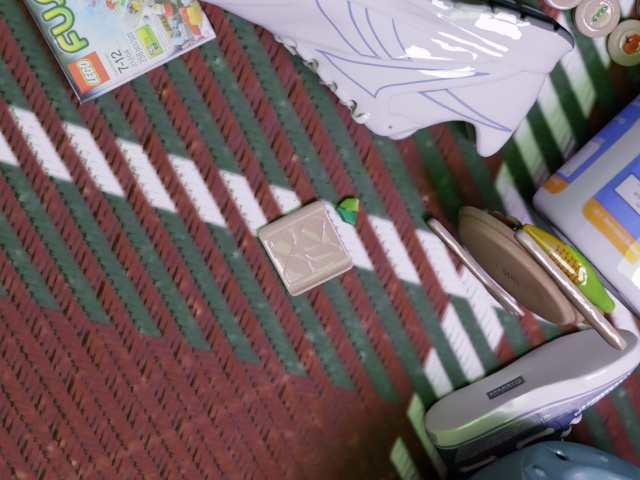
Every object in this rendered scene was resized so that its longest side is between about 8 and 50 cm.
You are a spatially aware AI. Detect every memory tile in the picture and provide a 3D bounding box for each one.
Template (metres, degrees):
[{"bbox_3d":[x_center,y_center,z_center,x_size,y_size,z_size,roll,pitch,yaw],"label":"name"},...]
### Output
[{"bbox_3d":[0.249,-0.218,0.967,0.113,0.012,0.148,37,98,-16],"label":"memory tile"}]

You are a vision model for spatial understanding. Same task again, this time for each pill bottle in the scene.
[{"bbox_3d":[0.307,-0.069,0.946,0.272,0.152,0.152,-43,107,6],"label":"pill bottle"}]

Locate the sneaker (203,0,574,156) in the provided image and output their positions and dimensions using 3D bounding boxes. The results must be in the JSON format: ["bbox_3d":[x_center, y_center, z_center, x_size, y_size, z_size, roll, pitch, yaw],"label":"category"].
[{"bbox_3d":[0.037,-0.141,0.909,0.297,0.111,0.129,15,110,-15],"label":"sneaker"}]

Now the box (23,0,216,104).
[{"bbox_3d":[-0.171,-0.215,0.895,0.114,0.036,0.207,-28,108,1],"label":"box"}]

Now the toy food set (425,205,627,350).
[{"bbox_3d":[0.157,0.016,0.936,0.038,0.192,0.132,-46,105,-8],"label":"toy food set"}]

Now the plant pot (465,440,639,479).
[{"bbox_3d":[0.182,0.298,0.944,0.293,0.293,0.235,20,112,-13],"label":"plant pot"}]

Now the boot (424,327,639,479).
[{"bbox_3d":[0.187,0.145,1.043,0.190,0.069,0.086,-24,115,8],"label":"boot"}]

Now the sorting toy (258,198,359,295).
[{"bbox_3d":[0.000,0.000,0.995,0.083,0.012,0.062,-26,103,4],"label":"sorting toy"}]
